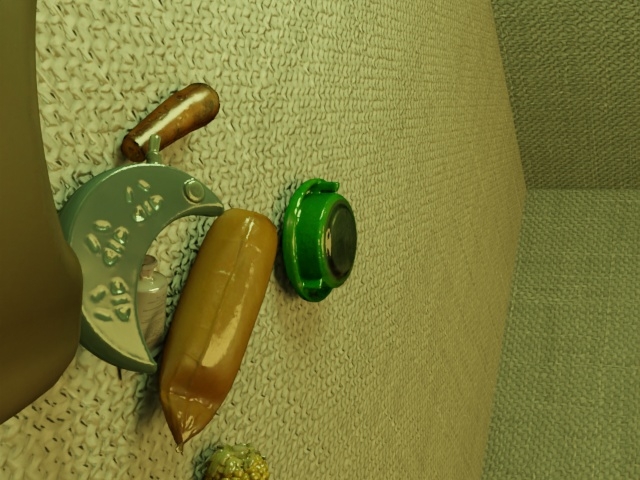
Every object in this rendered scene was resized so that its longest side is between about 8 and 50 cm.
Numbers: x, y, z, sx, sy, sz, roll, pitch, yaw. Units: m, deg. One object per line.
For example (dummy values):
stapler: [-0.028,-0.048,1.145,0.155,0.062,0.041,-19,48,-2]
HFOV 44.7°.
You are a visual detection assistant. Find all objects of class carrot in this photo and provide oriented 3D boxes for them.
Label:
carrot: [-0.179,-0.143,0.937,0.161,0.055,0.055,-46,133,-46]

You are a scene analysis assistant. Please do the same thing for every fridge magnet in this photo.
fridge magnet: [0.000,0.000,1.294,0.208,0.088,0.208,2,90,-66]

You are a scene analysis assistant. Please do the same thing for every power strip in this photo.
power strip: [-0.197,0.002,0.827,0.167,0.054,0.253,36,58,-34]

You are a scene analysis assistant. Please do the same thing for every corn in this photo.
corn: [-0.123,0.408,1.055,0.091,0.091,0.260,11,86,-68]

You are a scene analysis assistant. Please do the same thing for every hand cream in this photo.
hand cream: [-0.207,0.084,0.905,0.084,0.053,0.142,-39,142,-58]

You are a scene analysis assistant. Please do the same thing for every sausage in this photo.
sausage: [-0.136,0.110,0.982,0.112,0.112,0.328,58,42,-52]

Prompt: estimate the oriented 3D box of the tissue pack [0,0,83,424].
tissue pack: [-0.300,-0.063,0.402,0.277,0.267,0.387,-18,108,-60]
